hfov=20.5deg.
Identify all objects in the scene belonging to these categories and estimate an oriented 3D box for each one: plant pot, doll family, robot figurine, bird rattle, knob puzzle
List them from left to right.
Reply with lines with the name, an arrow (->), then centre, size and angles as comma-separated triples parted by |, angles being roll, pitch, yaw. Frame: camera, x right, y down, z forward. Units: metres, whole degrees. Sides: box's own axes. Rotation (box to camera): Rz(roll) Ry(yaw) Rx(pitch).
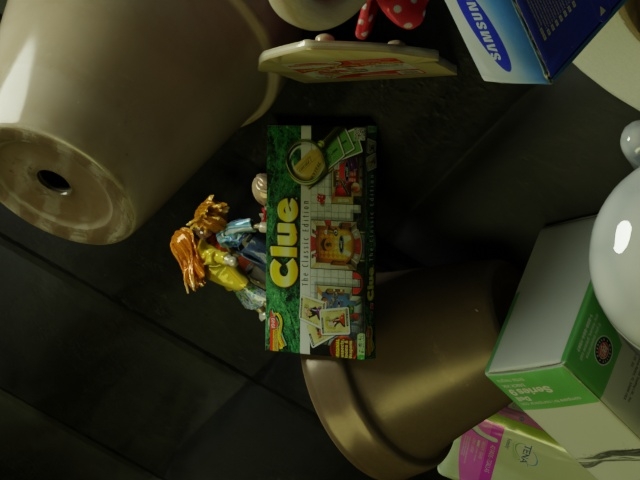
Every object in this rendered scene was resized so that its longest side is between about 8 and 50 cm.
plant pot -> -0.215, -0.160, 1.829 | 0.323, 0.280, 0.323 | 18, 148, 12
doll family -> -0.093, 0.013, 2.147 | 0.163, 0.118, 0.263 | 39, 147, -13
bird rattle -> 0.018, -0.275, 1.578 | 0.143, 0.207, 0.253 | 32, 144, 26
knob puzzle -> 0.026, -0.187, 1.751 | 0.213, 0.030, 0.213 | 1, 177, 0
plant pot -> 0.141, 0.127, 2.069 | 0.229, 0.263, 0.263 | -23, 126, 29
robot figurine -> 0.365, 0.029, 1.688 | 0.199, 0.300, 0.353 | -27, 163, 9

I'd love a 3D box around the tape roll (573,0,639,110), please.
tape roll -> 0.356, -0.209, 1.487 | 0.392, 0.072, 0.392 | 23, 156, 11

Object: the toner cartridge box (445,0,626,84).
toner cartridge box -> 0.124, -0.303, 1.307 | 0.075, 0.165, 0.348 | 8, 136, 48

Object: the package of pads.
package of pads -> 0.307, 0.269, 2.263 | 0.296, 0.101, 0.229 | 20, 150, 9

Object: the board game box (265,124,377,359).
board game box -> 0.000, 0.000, 1.980 | 0.136, 0.260, 0.030 | 3, -175, 35

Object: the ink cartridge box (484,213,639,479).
ink cartridge box -> 0.338, 0.142, 1.938 | 0.121, 0.211, 0.289 | -14, 131, 47
